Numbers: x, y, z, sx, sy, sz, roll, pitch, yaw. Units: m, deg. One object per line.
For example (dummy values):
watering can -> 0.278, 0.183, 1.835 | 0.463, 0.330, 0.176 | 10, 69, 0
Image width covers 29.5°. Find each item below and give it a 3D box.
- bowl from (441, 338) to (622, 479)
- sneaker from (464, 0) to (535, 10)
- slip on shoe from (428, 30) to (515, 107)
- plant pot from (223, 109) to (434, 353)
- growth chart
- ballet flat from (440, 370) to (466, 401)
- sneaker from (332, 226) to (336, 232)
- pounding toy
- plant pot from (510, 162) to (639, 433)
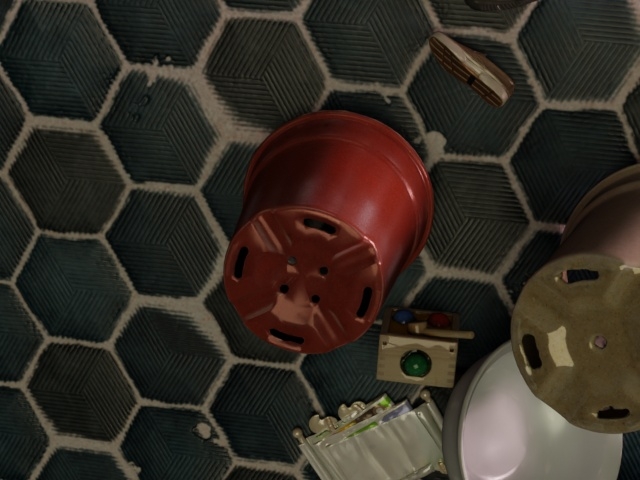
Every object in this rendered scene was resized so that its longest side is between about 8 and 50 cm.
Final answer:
bowl -> 0.275, 0.278, 1.723 | 0.134, 0.298, 0.298 | -9, 115, 58
sneaker -> 0.293, -0.348, 1.551 | 0.234, 0.106, 0.078 | -15, 105, 13
slip on shoe -> 0.205, -0.238, 1.639 | 0.135, 0.051, 0.041 | 40, 70, 2
plant pot -> 0.000, 0.000, 1.583 | 0.272, 0.265, 0.272 | 4, 114, 10
growth chart -> 0.090, 0.313, 1.853 | 0.237, 0.021, 0.172 | -21, 104, 14
ballet flat -> 0.230, 0.267, 1.811 | 0.049, 0.057, 0.173 | -6, 113, 53
sneaker -> 0.041, -0.001, 1.743 | 0.032, 0.037, 0.083 | -30, 101, 18
pounding toy -> 0.149, 0.143, 1.722 | 0.130, 0.141, 0.100 | 6, 109, 6
plant pot -> 0.398, 0.089, 1.523 | 0.333, 0.305, 0.334 | 11, 110, 32
